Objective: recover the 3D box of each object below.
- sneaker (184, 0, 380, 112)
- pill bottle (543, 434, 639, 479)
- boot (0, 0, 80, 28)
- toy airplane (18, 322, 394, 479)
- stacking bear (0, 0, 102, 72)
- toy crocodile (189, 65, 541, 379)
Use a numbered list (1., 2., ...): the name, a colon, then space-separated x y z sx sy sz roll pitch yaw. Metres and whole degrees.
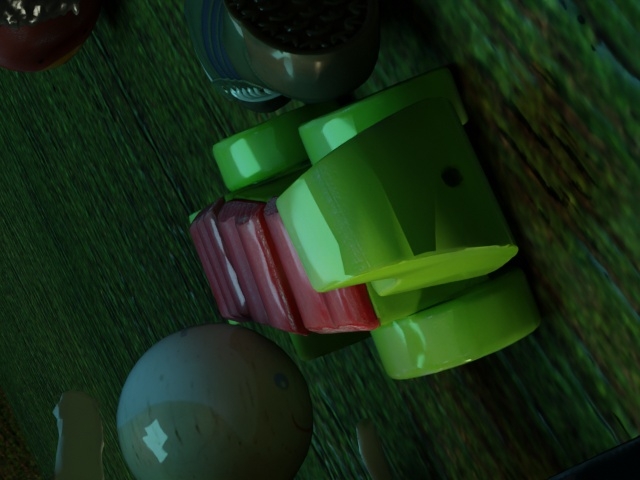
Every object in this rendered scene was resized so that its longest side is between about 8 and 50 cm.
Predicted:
1. sneaker: -0.019 -0.091 0.703 0.192 0.064 0.086 -121 21 -52
2. pill bottle: 0.135 0.156 0.443 0.219 0.123 0.123 64 162 11
3. boot: -0.029 -0.149 0.428 0.094 0.207 0.246 64 162 14
4. toy airplane: -0.073 0.172 0.699 0.386 0.384 0.272 164 111 -69
5. stacking bear: -0.254 -0.199 1.147 0.289 0.175 0.164 27 144 51
6. toy crocodile: 0.000 0.000 0.689 0.115 0.105 0.340 70 163 -5
